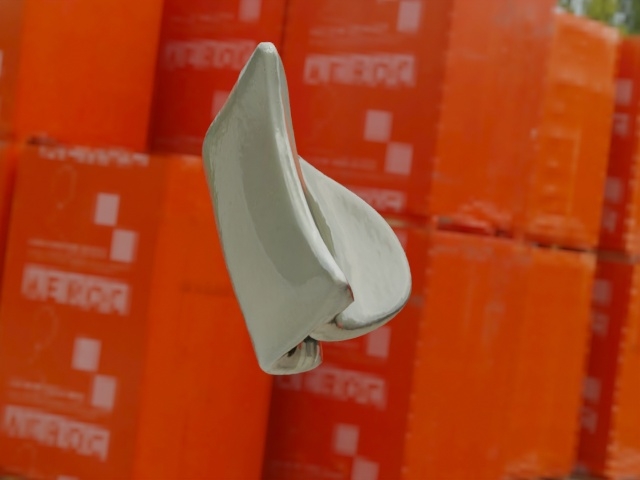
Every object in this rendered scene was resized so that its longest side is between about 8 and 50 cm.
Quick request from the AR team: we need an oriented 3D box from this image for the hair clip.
[{"bbox_3d":[-0.019,0.005,1.063,0.113,0.173,0.282,-21,-19,10],"label":"hair clip"}]
